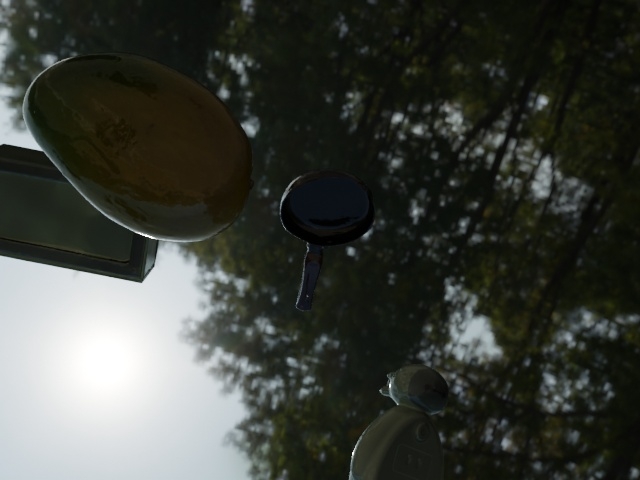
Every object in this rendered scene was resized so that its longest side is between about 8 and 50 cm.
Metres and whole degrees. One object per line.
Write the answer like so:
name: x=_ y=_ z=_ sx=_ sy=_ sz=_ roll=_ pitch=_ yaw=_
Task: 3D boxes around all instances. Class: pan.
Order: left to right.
pan: x=0.000 y=-0.002 z=1.278 sx=0.114 sy=0.212 sz=0.040 roll=8 pitch=-142 yaw=-7

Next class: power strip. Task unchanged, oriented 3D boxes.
power strip: x=0.034 y=0.098 z=0.487 sx=0.055 sy=0.083 sz=0.035 roll=27 pitch=162 yaw=-34

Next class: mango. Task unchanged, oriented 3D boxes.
mango: x=-0.142 y=-0.076 z=0.814 sx=0.194 sy=0.130 sz=0.092 roll=22 pitch=-178 yaw=7

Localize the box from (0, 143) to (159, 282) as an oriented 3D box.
box: x=-0.322 y=-0.036 z=1.347 sx=0.225 sy=0.130 sz=0.086 roll=11 pitch=-166 yaw=1
